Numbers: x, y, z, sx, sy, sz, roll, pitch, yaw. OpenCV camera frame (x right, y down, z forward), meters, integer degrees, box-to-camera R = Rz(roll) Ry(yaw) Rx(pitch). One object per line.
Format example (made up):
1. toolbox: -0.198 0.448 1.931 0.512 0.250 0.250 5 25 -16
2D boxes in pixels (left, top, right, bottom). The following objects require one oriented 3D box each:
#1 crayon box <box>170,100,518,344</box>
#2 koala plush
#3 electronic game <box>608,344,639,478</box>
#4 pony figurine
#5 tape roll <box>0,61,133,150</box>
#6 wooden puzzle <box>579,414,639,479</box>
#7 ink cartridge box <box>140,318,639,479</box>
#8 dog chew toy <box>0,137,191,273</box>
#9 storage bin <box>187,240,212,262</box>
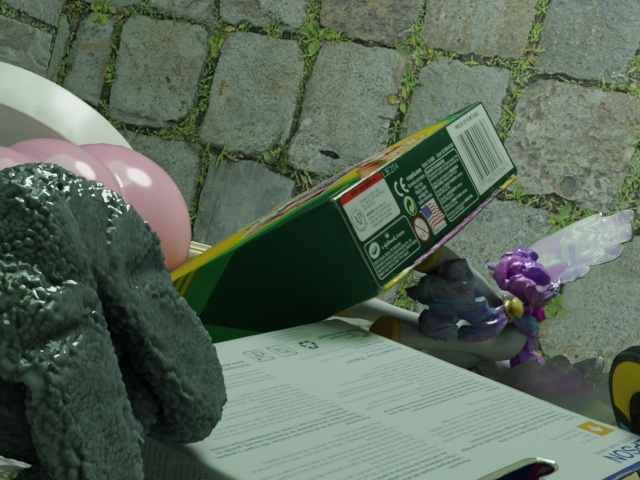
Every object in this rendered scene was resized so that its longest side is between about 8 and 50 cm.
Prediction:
1. crayon box: 0.000 0.000 1.207 0.313 0.106 0.363 -25 6 34
2. koala plush: -0.202 0.072 0.646 0.221 0.203 0.196 -14 17 21
3. electronic game: 0.288 0.185 0.869 0.048 0.229 0.229 -25 7 -7
4. pony figurine: 0.208 0.111 1.393 0.364 0.302 0.351 23 -33 -38
5. tape roll: -0.404 -0.067 1.488 0.392 0.072 0.392 11 -41 10
6. wooden puzzle: 0.135 0.202 1.063 0.322 0.080 0.348 15 6 26
7. ink cartridge box: 0.029 0.150 0.810 0.330 0.071 0.324 20 16 37
8. dog chew toy: -0.282 -0.016 1.217 0.207 0.206 0.332 15 0 25
9. storage bin: -0.196 0.073 1.887 0.261 0.123 0.262 14 1 -9
